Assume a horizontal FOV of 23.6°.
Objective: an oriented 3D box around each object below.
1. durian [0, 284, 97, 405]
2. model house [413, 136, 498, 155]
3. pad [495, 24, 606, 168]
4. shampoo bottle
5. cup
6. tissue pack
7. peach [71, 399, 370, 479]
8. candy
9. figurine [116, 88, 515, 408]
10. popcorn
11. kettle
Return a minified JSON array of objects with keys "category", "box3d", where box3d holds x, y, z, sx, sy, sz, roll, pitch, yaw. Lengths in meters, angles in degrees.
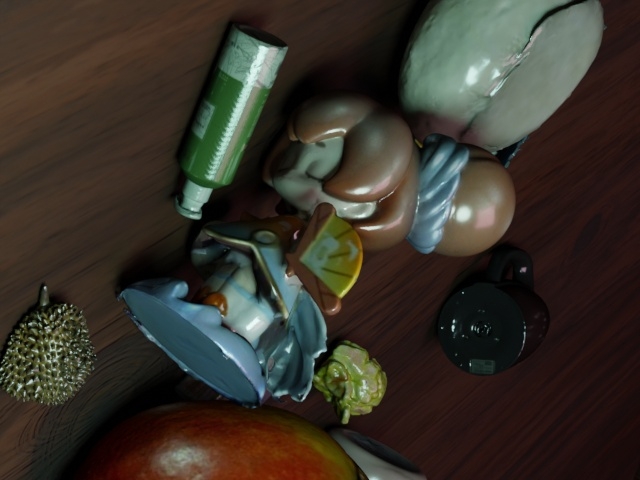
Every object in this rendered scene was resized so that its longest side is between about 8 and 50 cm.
[{"category":"durian","box3d":[-0.256,0.110,1.504,0.110,0.071,0.140,-33,140,-44]},{"category":"model house","box3d":[0.165,-0.124,2.017,0.100,0.087,0.100,-35,-171,4]},{"category":"pad","box3d":[0.269,-0.171,2.062,0.269,0.012,0.269,-55,-172,-8]},{"category":"shampoo bottle","box3d":[-0.099,-0.116,1.545,0.065,0.065,0.204,-9,126,-59]},{"category":"cup","box3d":[0.042,0.394,2.285,0.200,0.191,0.253,-63,-175,3]},{"category":"tissue pack","box3d":[-0.106,0.174,1.867,0.148,0.060,0.108,-44,153,-27]},{"category":"peach","box3d":[-0.114,0.352,1.706,0.370,0.370,0.370,-43,151,-30]},{"category":"candy","box3d":[0.208,-0.229,1.841,0.295,0.185,0.295,-35,154,-20]},{"category":"figurine","box3d":[0.000,0.000,1.660,0.388,0.277,0.248,-51,131,-20]},{"category":"popcorn","box3d":[0.040,0.195,2.126,0.089,0.097,0.109,-17,120,-59]},{"category":"kettle","box3d":[0.292,0.112,2.484,0.232,0.144,0.202,-6,94,-67]}]
